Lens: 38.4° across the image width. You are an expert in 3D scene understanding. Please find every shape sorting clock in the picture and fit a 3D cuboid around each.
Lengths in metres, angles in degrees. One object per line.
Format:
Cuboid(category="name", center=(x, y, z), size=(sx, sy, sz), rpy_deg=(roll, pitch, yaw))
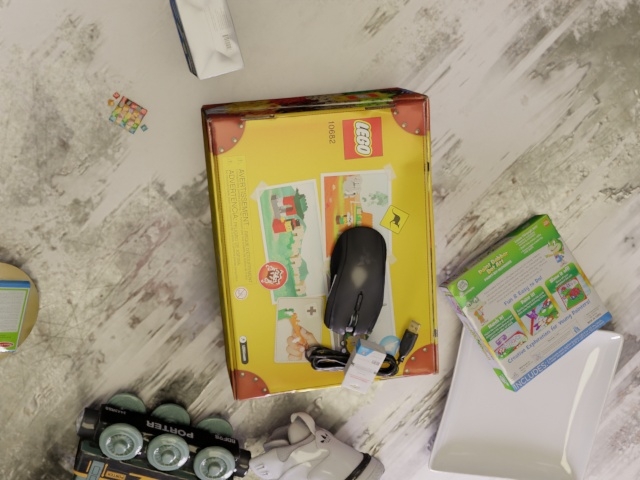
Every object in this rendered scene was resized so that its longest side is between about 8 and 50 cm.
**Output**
Cuboid(category="shape sorting clock", center=(-0.587, 0.129, 1.589), size=(0.206, 0.040, 0.206), rpy_deg=(-21, 122, -36))

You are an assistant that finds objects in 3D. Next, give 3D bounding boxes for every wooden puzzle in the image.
Cuboid(category="wooden puzzle", center=(-0.337, -0.219, 1.609), size=(0.083, 0.006, 0.049), rpy_deg=(31, 96, -16))

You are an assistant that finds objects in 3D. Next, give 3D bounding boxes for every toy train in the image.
Cuboid(category="toy train", center=(-0.301, 0.408, 1.706), size=(0.333, 0.142, 0.190), rpy_deg=(19, 111, -16))

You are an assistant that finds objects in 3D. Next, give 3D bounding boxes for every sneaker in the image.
Cuboid(category="sneaker", center=(-0.054, 0.487, 1.761), size=(0.210, 0.137, 0.366), rpy_deg=(40, 118, 5))

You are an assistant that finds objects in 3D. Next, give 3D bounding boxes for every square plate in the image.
Cuboid(category="square plate", center=(0.410, 0.320, 1.859), size=(0.347, 0.049, 0.344), rpy_deg=(10, 101, -13))

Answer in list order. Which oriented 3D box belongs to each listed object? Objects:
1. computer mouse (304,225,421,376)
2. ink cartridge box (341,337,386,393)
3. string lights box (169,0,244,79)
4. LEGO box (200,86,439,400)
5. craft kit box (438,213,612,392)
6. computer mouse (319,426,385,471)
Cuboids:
Cuboid(category="computer mouse", center=(0.091, 0.116, 1.541), size=(0.184, 0.060, 0.262), rpy_deg=(12, 101, -13))
Cuboid(category="ink cartridge box", center=(0.070, 0.210, 1.536), size=(0.048, 0.028, 0.083), rpy_deg=(21, 111, -11))
Cuboid(category="string lights box", center=(-0.186, -0.337, 1.478), size=(0.076, 0.260, 0.133), rpy_deg=(-17, 105, -7))
Cuboid(category="LEGO box", center=(0.000, 0.000, 1.628), size=(0.372, 0.193, 0.500), rpy_deg=(-6, 105, -10))
Cuboid(category="craft kit box", center=(0.394, 0.118, 1.766), size=(0.250, 0.061, 0.247), rpy_deg=(-34, 99, -10))
Cuboid(category="computer mouse", center=(0.036, 0.443, 1.820), size=(0.193, 0.042, 0.106), rpy_deg=(39, 94, -17))
